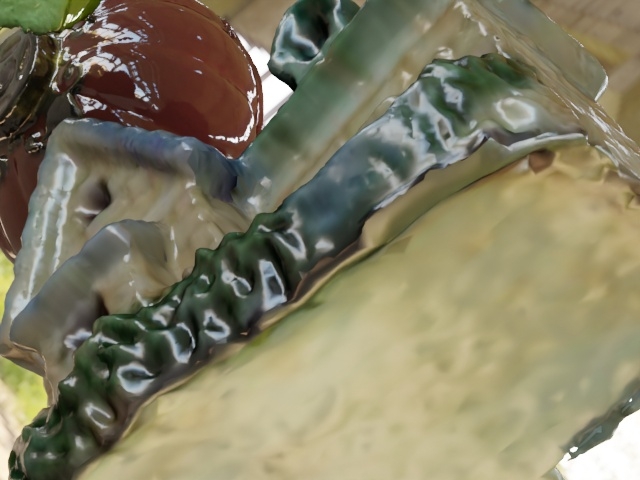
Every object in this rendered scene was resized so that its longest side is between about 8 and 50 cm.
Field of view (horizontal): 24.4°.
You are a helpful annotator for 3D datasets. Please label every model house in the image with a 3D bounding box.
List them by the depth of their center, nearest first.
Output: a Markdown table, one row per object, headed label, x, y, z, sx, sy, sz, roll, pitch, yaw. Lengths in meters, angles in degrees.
| label | x | y | z | sx | sy | sz | roll | pitch | yaw |
| --- | --- | --- | --- | --- | --- | --- | --- | --- | --- |
| model house | 0.000 | 0.000 | 1.082 | 0.395 | 0.445 | 0.400 | 29 | 24 | -39 |

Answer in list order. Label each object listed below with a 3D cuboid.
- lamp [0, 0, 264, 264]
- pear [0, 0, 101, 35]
| label | x | y | z | sx | sy | sz | roll | pitch | yaw |
| --- | --- | --- | --- | --- | --- | --- | --- | --- | --- |
| lamp | -0.193 | -0.095 | 1.391 | 0.257 | 0.303 | 0.303 | 27 | 8 | -34 |
| pear | -0.288 | -0.285 | 1.081 | 0.292 | 0.292 | 0.159 | 50 | 25 | -13 |
